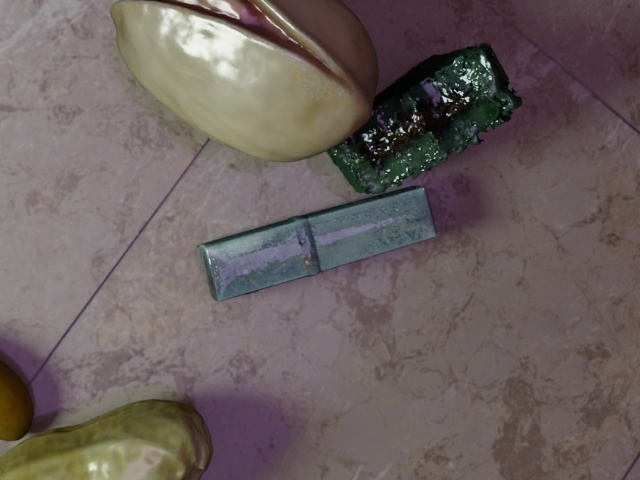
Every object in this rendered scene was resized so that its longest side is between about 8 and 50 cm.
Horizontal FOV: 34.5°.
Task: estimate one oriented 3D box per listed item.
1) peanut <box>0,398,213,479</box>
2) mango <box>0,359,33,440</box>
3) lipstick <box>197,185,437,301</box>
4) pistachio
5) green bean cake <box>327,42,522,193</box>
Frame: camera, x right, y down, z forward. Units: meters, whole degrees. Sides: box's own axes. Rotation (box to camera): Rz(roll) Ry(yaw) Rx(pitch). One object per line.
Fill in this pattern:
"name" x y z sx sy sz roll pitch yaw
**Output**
"peanut" -0.270 0.279 1.177 0.305 0.147 0.147 -17 94 -10
"mango" -0.410 0.170 1.172 0.184 0.085 0.102 27 85 -17
"lipstick" 0.000 0.000 1.264 0.289 0.077 0.076 -17 94 -13
"pistachio" -0.077 -0.216 1.170 0.309 0.230 0.230 34 83 -2
"green bean cake" 0.115 -0.138 1.233 0.208 0.193 0.107 -34 103 -9
